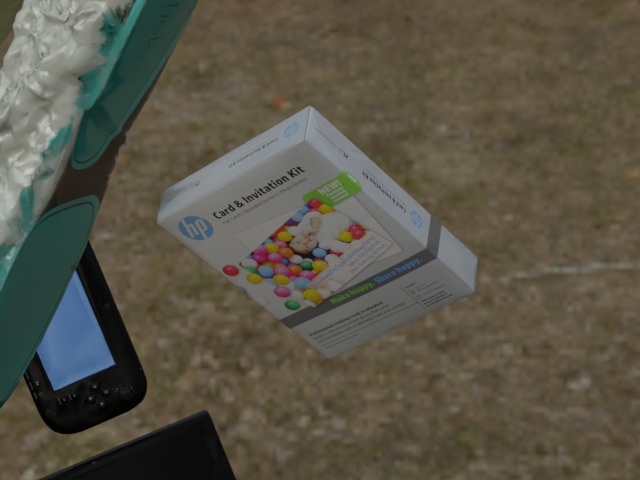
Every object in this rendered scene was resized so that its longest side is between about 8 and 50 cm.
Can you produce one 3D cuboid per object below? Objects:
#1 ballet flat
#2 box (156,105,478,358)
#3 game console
[{"bbox_3d":[-0.203,-0.065,1.056,0.147,0.409,0.147,27,13,-7],"label":"ballet flat"},{"bbox_3d":[0.000,0.000,1.107,0.145,0.186,0.038,-27,36,33],"label":"box"},{"bbox_3d":[-0.222,0.157,1.438,0.213,0.361,0.044,-23,-3,-13],"label":"game console"}]
